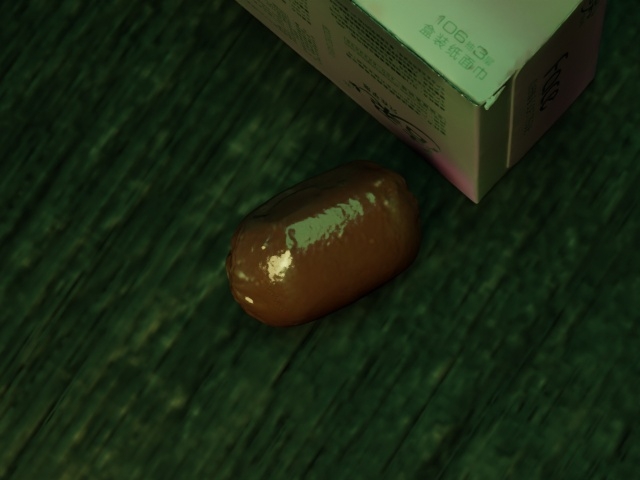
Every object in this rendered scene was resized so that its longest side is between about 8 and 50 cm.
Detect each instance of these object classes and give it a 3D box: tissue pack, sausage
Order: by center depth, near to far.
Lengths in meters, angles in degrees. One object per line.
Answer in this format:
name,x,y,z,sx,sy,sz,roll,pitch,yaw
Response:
tissue pack,0.009,-0.143,0.890,0.246,0.148,0.092,41,81,13
sausage,0.000,0.000,0.892,0.094,0.054,0.059,-27,33,-4
